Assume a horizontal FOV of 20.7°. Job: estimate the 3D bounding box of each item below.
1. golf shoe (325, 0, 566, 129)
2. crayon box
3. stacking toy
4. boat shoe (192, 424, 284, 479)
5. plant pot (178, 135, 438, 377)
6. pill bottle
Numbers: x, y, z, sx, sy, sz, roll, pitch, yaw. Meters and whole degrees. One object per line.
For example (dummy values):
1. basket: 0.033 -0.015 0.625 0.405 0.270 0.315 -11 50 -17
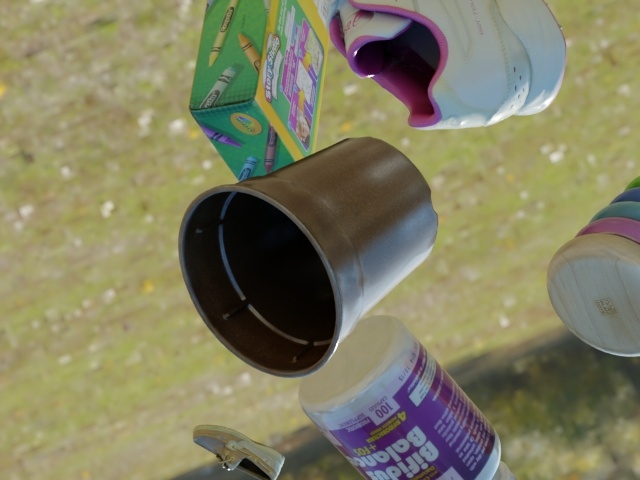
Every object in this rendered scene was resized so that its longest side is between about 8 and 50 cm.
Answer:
1. golf shoe: 0.048 -0.202 1.322 0.140 0.306 0.115 -26 153 -33
2. crayon box: -0.062 -0.213 1.965 0.081 0.278 0.165 -7 145 21
3. stacking toy: 0.367 -0.025 1.823 0.141 0.141 0.330 -32 -170 49
4. boat shoe: -0.116 0.295 2.417 0.135 0.045 0.050 22 145 -9
5. plant pot: 0.000 0.000 1.425 0.165 0.167 0.167 -34 -179 -42
6. pill bottle: 0.123 0.251 2.227 0.169 0.301 0.169 -34 -157 17
